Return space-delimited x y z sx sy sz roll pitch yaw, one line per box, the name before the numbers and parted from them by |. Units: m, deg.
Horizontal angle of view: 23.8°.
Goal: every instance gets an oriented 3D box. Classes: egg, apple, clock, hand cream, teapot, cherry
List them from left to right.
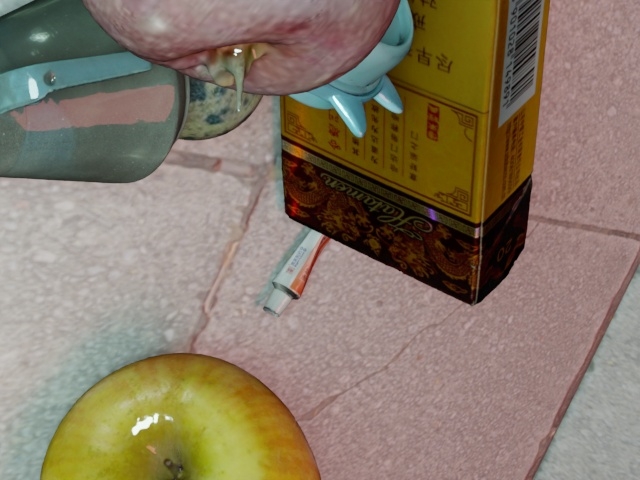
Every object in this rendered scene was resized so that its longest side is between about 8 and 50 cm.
teapot | -0.218 -0.114 1.169 0.225 0.203 0.171 -19 95 -43
apple | -0.141 0.255 1.540 0.286 0.286 0.233 -52 168 -16
egg | -0.120 -0.169 1.328 0.141 0.141 0.181 -49 141 -21
cherry | -0.058 -0.234 1.079 0.261 0.221 0.307 14 60 -49
clock | -0.010 -0.221 1.303 0.094 0.274 0.223 -35 -178 28
hand cream | -0.001 0.000 1.792 0.216 0.038 0.052 -56 179 -16

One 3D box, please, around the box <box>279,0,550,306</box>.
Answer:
box | 0.086 -0.151 1.543 0.116 0.264 0.415 -44 147 -35
